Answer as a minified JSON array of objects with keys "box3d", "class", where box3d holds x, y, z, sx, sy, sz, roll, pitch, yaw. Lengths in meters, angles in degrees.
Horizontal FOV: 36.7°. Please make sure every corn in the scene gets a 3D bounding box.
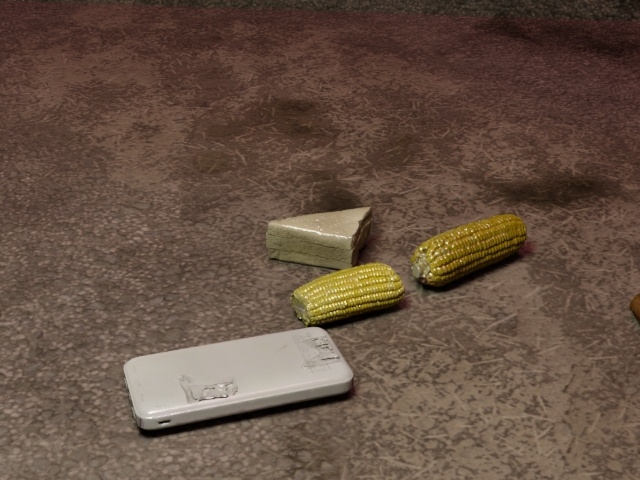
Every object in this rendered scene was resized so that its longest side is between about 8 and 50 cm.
[{"box3d":[0.040,0.080,1.427,0.165,0.063,0.085,-16,58,-25],"class":"corn"},{"box3d":[0.235,0.013,1.535,0.238,0.080,0.080,-20,36,-35],"class":"corn"}]

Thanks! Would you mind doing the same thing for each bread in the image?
[{"box3d":[-0.001,-0.012,1.566,0.152,0.077,0.105,12,35,12],"class":"bread"}]

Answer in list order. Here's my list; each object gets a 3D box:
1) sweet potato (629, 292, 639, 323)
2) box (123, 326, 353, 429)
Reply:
[{"box3d":[0.493,0.118,1.393,0.049,0.049,0.117,-9,34,-18],"class":"sweet potato"},{"box3d":[-0.108,0.176,1.269,0.285,0.044,0.142,-8,29,-16],"class":"box"}]
